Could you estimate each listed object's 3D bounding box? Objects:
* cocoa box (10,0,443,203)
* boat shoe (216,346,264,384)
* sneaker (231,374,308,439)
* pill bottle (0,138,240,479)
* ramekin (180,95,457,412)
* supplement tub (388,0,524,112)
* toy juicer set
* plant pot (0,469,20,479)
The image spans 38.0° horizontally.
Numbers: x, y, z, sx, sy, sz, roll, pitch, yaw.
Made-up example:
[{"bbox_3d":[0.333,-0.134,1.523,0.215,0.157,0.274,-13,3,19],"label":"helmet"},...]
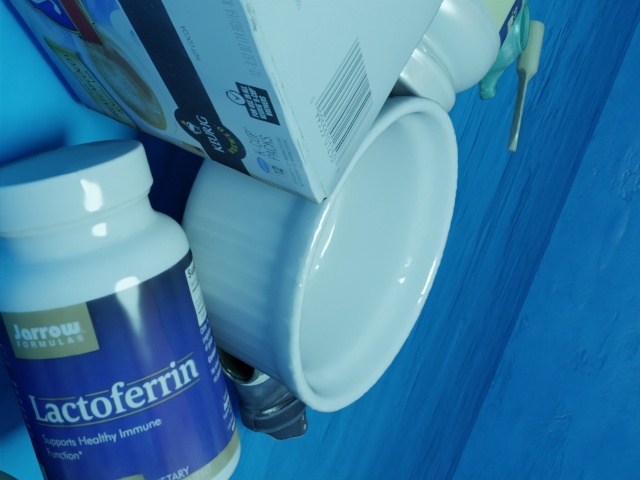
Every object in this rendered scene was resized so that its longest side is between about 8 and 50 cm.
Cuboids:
[{"bbox_3d":[-0.072,-0.231,0.582,0.231,0.228,0.347,-60,157,-19],"label":"cocoa box"},{"bbox_3d":[-0.089,0.062,0.989,0.099,0.116,0.319,-60,162,-23],"label":"boat shoe"},{"bbox_3d":[-0.028,0.161,1.235,0.226,0.086,0.163,-37,134,-33],"label":"sneaker"},{"bbox_3d":[-0.160,0.066,0.696,0.153,0.153,0.265,-35,117,-51],"label":"pill bottle"},{"bbox_3d":[0.000,-0.005,0.811,0.277,0.135,0.277,-42,143,-42],"label":"ramekin"},{"bbox_3d":[0.094,-0.287,0.886,0.325,0.235,0.235,-62,157,-9],"label":"supplement tub"},{"bbox_3d":[0.227,-0.300,1.198,0.329,0.089,0.209,68,36,-49],"label":"toy juicer set"},{"bbox_3d":[-0.272,0.274,0.602,0.293,0.293,0.235,-61,173,-12],"label":"plant pot"}]
